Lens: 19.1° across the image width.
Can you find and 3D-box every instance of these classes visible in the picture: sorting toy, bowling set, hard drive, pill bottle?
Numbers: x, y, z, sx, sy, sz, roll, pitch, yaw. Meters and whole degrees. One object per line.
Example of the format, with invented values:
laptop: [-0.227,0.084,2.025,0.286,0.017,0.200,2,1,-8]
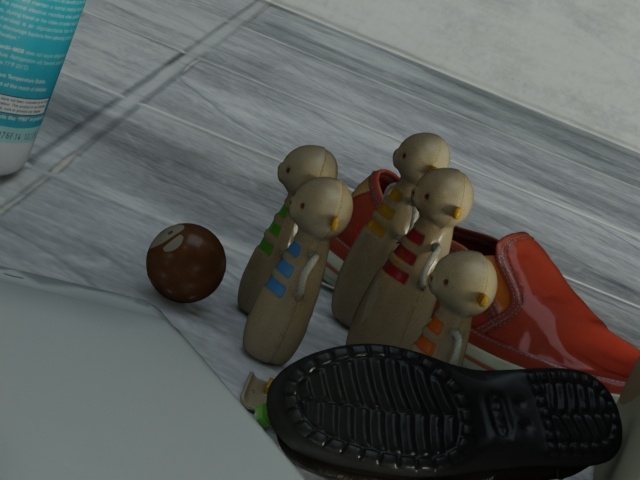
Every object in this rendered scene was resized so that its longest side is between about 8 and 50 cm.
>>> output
sorting toy: [-0.018,0.100,1.131,0.062,0.012,0.083,22,12,-1]
bowling set: [0.000,0.000,1.251,0.200,0.154,0.287,19,13,-15]
hard drive: [-0.120,0.088,0.950,0.203,0.040,0.307,15,14,-30]
pill bottle: [-0.241,-0.190,1.377,0.146,0.264,0.146,22,13,-5]

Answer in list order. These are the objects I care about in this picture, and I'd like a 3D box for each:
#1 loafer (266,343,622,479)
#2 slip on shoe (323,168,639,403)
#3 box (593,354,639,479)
loafer: [0.067,0.116,1.106,0.220,0.078,0.080,8,57,-21]
slip on shoe: [0.143,0.047,1.424,0.331,0.101,0.123,30,13,25]
box: [0.245,0.148,1.128,0.148,0.121,0.311,24,13,4]
